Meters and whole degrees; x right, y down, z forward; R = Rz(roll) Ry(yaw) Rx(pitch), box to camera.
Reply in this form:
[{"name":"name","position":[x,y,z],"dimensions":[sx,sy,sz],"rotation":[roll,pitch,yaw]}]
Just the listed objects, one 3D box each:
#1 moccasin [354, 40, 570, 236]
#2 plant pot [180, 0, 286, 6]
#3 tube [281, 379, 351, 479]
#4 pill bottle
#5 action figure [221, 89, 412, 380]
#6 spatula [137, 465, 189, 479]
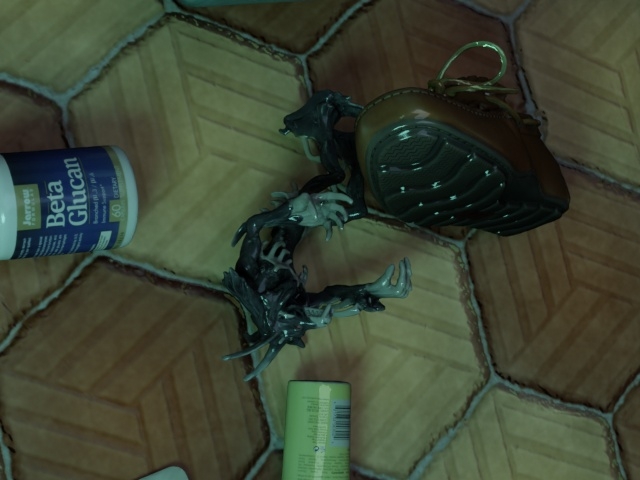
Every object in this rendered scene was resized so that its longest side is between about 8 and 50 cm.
[{"name":"moccasin","position":[0.135,-0.096,1.478],"dimensions":[0.380,0.139,0.147],"rotation":[5,66,-59]},{"name":"plant pot","position":[-0.037,-0.333,1.451],"dimensions":[0.247,0.252,0.247],"rotation":[-8,85,-27]},{"name":"tube","position":[-0.007,0.251,1.477],"dimensions":[0.070,0.062,0.240],"rotation":[0,84,16]},{"name":"pill bottle","position":[-0.253,-0.032,1.381],"dimensions":[0.169,0.094,0.094],"rotation":[-7,84,-27]},{"name":"action figure","position":[0.000,0.000,1.468],"dimensions":[0.164,0.141,0.276],"rotation":[44,56,-48]},{"name":"spatula","position":[-0.192,0.323,1.395],"dimensions":[0.242,0.019,0.168],"rotation":[-26,98,-26]}]
